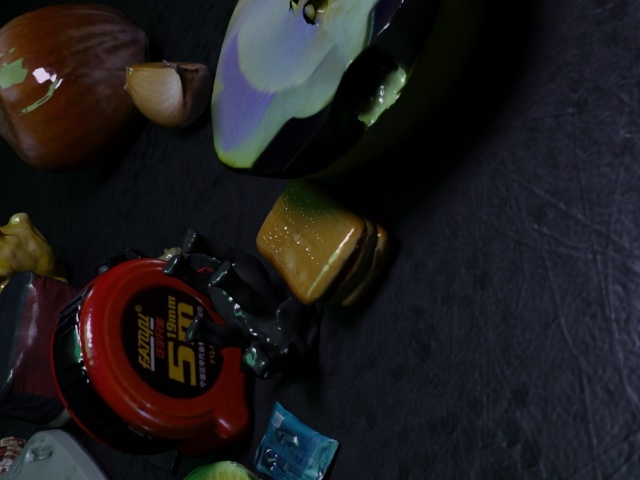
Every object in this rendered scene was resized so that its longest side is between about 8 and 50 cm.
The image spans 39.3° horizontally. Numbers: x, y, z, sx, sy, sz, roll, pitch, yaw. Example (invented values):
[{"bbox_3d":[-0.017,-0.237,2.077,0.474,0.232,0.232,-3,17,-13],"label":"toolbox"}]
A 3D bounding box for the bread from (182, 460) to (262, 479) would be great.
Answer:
[{"bbox_3d":[-0.123,0.394,1.012,0.301,0.045,0.301,-30,50,43],"label":"bread"}]

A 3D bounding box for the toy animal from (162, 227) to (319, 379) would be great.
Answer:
[{"bbox_3d":[-0.084,0.077,1.040,0.114,0.146,0.245,-41,42,18],"label":"toy animal"}]

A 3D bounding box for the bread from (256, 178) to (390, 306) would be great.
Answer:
[{"bbox_3d":[0.000,0.000,1.036,0.116,0.077,0.200,-63,30,11],"label":"bread"}]

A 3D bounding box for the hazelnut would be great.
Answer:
[{"bbox_3d":[-0.503,-0.317,1.805,0.372,0.315,0.372,-10,65,22],"label":"hazelnut"}]

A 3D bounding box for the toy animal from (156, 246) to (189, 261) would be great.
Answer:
[{"bbox_3d":[-0.276,0.104,1.397,0.219,0.103,0.101,-60,8,21],"label":"toy animal"}]

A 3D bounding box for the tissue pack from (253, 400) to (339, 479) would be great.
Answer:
[{"bbox_3d":[-0.035,0.237,0.992,0.138,0.028,0.085,18,86,55],"label":"tissue pack"}]

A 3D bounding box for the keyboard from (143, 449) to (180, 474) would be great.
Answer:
[{"bbox_3d":[-0.240,0.277,1.293,0.196,0.015,0.074,6,72,57],"label":"keyboard"}]

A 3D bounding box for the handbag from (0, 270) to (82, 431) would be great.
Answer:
[{"bbox_3d":[-0.455,0.185,1.513,0.181,0.181,0.254,-34,45,37],"label":"handbag"}]

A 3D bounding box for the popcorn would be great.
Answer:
[{"bbox_3d":[-0.609,0.109,1.758,0.280,0.297,0.316,5,111,21],"label":"popcorn"}]

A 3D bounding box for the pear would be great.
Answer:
[{"bbox_3d":[0.051,-0.230,1.013,0.399,0.165,0.399,-34,45,42],"label":"pear"}]

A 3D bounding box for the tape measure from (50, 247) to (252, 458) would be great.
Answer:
[{"bbox_3d":[-0.201,0.136,1.103,0.114,0.260,0.253,-34,50,39],"label":"tape measure"}]

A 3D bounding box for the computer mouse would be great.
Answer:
[{"bbox_3d":[-0.406,0.418,1.382,0.331,0.095,0.197,27,80,49],"label":"computer mouse"}]

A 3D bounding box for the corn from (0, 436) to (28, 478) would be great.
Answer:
[{"bbox_3d":[-0.540,0.448,1.569,0.098,0.098,0.290,-56,30,19],"label":"corn"}]

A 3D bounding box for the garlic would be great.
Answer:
[{"bbox_3d":[-0.239,-0.261,1.536,0.115,0.128,0.206,-32,21,-30],"label":"garlic"}]
